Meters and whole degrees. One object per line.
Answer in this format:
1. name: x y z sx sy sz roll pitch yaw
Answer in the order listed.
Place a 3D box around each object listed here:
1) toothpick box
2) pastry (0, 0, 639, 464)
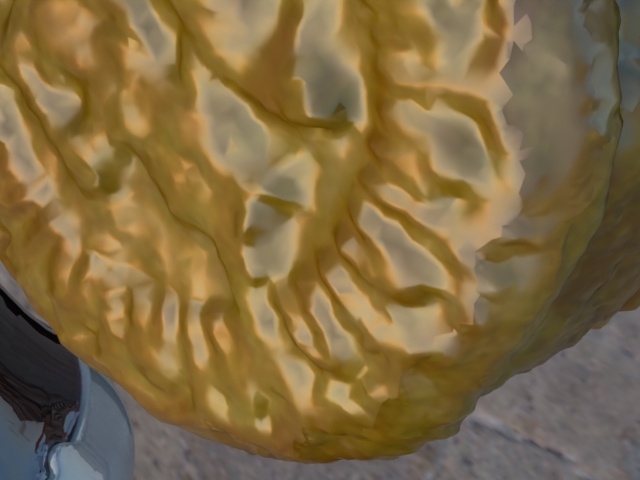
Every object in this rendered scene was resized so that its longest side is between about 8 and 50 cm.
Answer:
1. toothpick box: -0.256 0.113 1.183 0.229 0.229 0.316 -44 126 -5
2. pastry: 0.001 -0.054 0.400 0.103 0.188 0.189 -27 109 -44
